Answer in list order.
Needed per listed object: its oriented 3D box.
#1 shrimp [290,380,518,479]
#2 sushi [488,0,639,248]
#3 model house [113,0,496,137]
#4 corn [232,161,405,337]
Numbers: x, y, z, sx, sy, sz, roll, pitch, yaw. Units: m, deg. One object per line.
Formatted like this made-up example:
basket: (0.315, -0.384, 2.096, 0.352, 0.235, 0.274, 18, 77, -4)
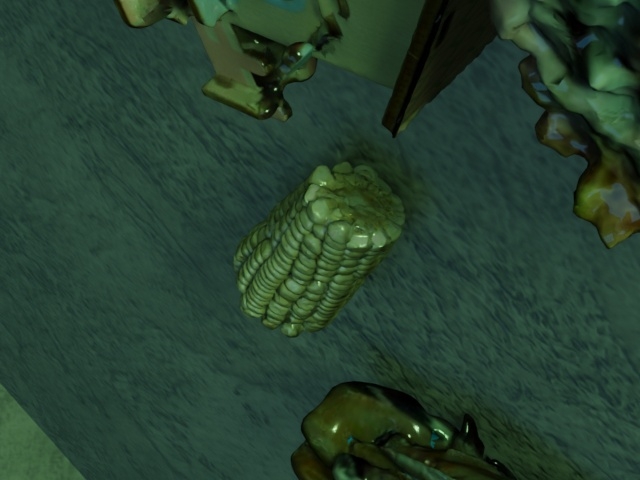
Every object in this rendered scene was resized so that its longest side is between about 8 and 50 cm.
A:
shrimp: (0.172, 0.246, 1.198, 0.445, 0.110, 0.221, 35, 165, 18)
sushi: (0.191, -0.075, 0.477, 0.270, 0.171, 0.236, 37, 157, 17)
model house: (0.003, -0.164, 0.670, 0.244, 0.169, 0.326, 25, 149, 39)
corn: (0.000, 0.000, 1.095, 0.087, 0.087, 0.211, 45, 153, 2)
